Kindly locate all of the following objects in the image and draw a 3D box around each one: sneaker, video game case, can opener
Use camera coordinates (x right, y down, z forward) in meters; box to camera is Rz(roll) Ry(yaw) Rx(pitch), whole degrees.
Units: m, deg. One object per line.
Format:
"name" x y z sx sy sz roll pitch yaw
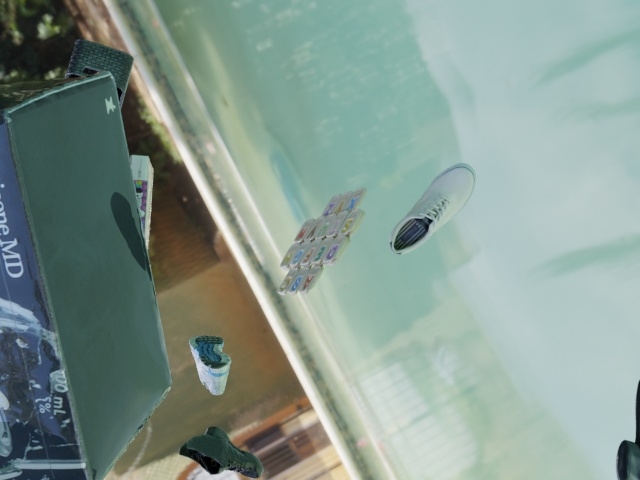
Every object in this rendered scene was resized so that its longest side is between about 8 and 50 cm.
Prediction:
"sneaker" -0.223 0.250 1.703 0.191 0.071 0.083 -130 40 -69
"sneaker" -0.185 0.417 1.606 0.170 0.051 0.089 45 -151 -14
"video game case" -0.375 -0.059 1.764 0.232 0.041 0.210 167 106 -81
"can opener" 0.475 0.281 1.229 0.059 0.186 0.073 -6 141 42
"sneaker" 0.251 -0.060 1.890 0.094 0.258 0.091 38 -161 -4

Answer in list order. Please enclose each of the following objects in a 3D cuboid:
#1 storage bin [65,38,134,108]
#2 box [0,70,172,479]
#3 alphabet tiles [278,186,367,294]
"storage bin" -0.473 -0.337 1.807 0.180 0.122 0.084 142 141 -66
"box" -0.497 0.052 1.132 0.297 0.471 0.480 -63 -33 -68
"alphabet tiles" 0.000 0.000 1.911 0.021 0.278 0.284 36 161 -20
